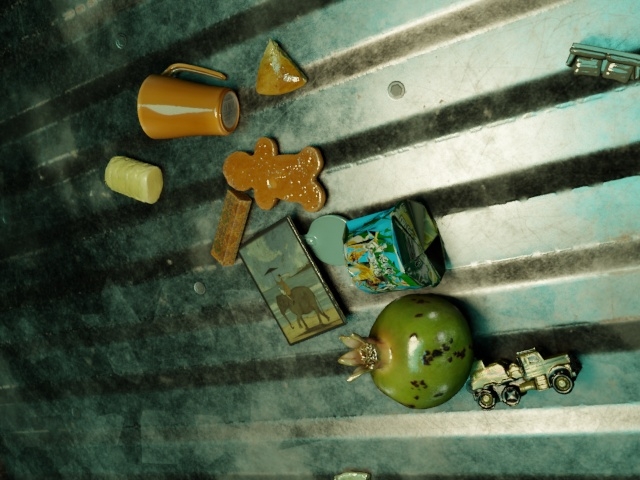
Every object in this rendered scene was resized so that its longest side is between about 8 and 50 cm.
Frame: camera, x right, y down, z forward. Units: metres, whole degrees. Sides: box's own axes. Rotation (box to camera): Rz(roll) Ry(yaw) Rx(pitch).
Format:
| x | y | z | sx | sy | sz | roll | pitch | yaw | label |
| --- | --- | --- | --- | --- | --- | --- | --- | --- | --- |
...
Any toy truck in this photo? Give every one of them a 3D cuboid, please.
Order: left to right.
| x | y | z | sx | sy | sz | roll | pitch | yaw | label |
| --- | --- | --- | --- | --- | --- | --- | --- | --- | --- |
| 0.499 | 0.326 | 1.469 | 0.257 | 0.127 | 0.127 | -19 | 80 | 29 | toy truck |

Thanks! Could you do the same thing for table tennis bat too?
| x | y | z | sx | sy | sz | roll | pitch | yaw | label |
| --- | --- | --- | --- | --- | --- | --- | --- | --- | --- |
| 0.000 | 0.000 | 1.674 | 0.237 | 0.038 | 0.149 | -1 | 112 | 25 | table tennis bat |

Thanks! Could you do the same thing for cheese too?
| x | y | z | sx | sy | sz | roll | pitch | yaw | label |
| --- | --- | --- | --- | --- | --- | --- | --- | --- | --- |
| -0.584 | -0.192 | 1.877 | 0.167 | 0.094 | 0.123 | 19 | 110 | 21 | cheese |

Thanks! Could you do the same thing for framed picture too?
| x | y | z | sx | sy | sz | roll | pitch | yaw | label |
| --- | --- | --- | --- | --- | --- | --- | --- | --- | --- |
| -0.091 | 0.125 | 1.733 | 0.265 | 0.016 | 0.347 | -28 | 90 | 43 | framed picture |

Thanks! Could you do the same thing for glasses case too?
| x | y | z | sx | sy | sz | roll | pitch | yaw | label |
| --- | --- | --- | --- | --- | --- | --- | --- | --- | --- |
| -0.264 | -0.037 | 1.781 | 0.075 | 0.049 | 0.218 | 40 | 120 | 40 | glasses case |

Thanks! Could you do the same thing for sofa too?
| x | y | z | sx | sy | sz | roll | pitch | yaw | label |
| --- | --- | --- | --- | --- | --- | --- | --- | --- | --- |
| 0.590 | -0.366 | 1.247 | 0.147 | 0.085 | 0.060 | 19 | 109 | 20 | sofa |

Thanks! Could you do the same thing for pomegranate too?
| x | y | z | sx | sy | sz | roll | pitch | yaw | label |
| --- | --- | --- | --- | --- | --- | --- | --- | --- | --- |
| 0.226 | 0.270 | 1.468 | 0.290 | 0.323 | 0.291 | -7 | 79 | 38 | pomegranate |

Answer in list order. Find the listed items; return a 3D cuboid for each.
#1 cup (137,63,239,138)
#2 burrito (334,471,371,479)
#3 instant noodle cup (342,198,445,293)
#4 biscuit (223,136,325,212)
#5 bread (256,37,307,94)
| x | y | z | sx | sy | sz | roll | pitch | yaw | label |
| --- | --- | --- | --- | --- | --- | --- | --- | --- | --- |
| -0.367 | -0.391 | 1.690 | 0.264 | 0.182 | 0.226 | 8 | 76 | 17 | cup |
| 0.096 | 0.733 | 1.824 | 0.118 | 0.044 | 0.074 | -2 | 101 | 25 | burrito |
| 0.176 | 0.029 | 1.496 | 0.178 | 0.240 | 0.240 | -20 | 95 | 37 | instant noodle cup |
| -0.132 | -0.188 | 1.679 | 0.324 | 0.049 | 0.205 | 4 | 105 | 25 | biscuit |
| -0.127 | -0.441 | 1.606 | 0.136 | 0.054 | 0.154 | -39 | 82 | 32 | bread |
